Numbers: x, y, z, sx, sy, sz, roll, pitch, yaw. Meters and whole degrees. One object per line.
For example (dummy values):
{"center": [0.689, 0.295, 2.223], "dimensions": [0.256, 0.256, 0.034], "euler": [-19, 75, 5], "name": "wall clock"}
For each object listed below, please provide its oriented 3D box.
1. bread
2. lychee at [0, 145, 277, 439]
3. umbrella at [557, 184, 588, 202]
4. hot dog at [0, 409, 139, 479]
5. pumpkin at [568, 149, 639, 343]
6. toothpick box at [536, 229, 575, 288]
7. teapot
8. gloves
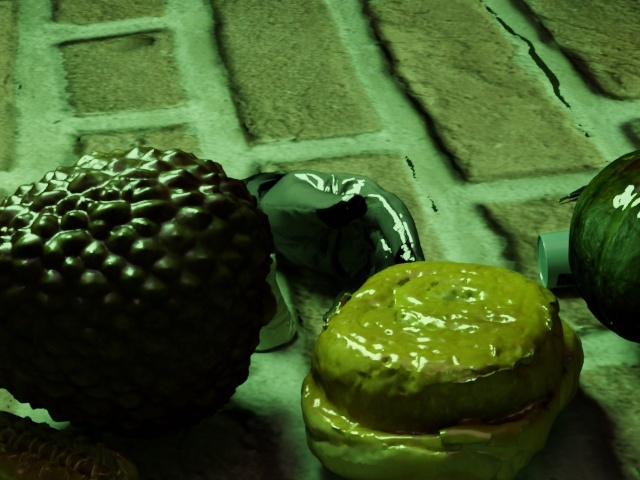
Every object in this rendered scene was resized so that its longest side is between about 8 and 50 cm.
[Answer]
{"center": [0.092, 0.100, 1.442], "dimensions": [0.198, 0.120, 0.236], "euler": [5, 27, 22], "name": "bread"}
{"center": [-0.155, 0.038, 1.459], "dimensions": [0.271, 0.236, 0.236], "euler": [2, 18, -36], "name": "lychee"}
{"center": [0.295, -0.063, 1.868], "dimensions": [0.148, 0.022, 0.022], "euler": [-19, -12, -29], "name": "umbrella"}
{"center": [-0.213, 0.167, 1.433], "dimensions": [0.165, 0.045, 0.071], "euler": [15, 33, 32], "name": "hot dog"}
{"center": [0.314, 0.019, 1.539], "dimensions": [0.238, 0.159, 0.238], "euler": [15, 13, -4], "name": "pumpkin"}
{"center": [0.237, 0.014, 1.679], "dimensions": [0.083, 0.052, 0.052], "euler": [-7, 26, -2], "name": "toothpick box"}
{"center": [-0.055, 0.045, 1.620], "dimensions": [0.057, 0.083, 0.067], "euler": [-21, 32, -22], "name": "teapot"}
{"center": [0.004, -0.008, 1.677], "dimensions": [0.119, 0.142, 0.285], "euler": [-42, 37, -10], "name": "gloves"}
